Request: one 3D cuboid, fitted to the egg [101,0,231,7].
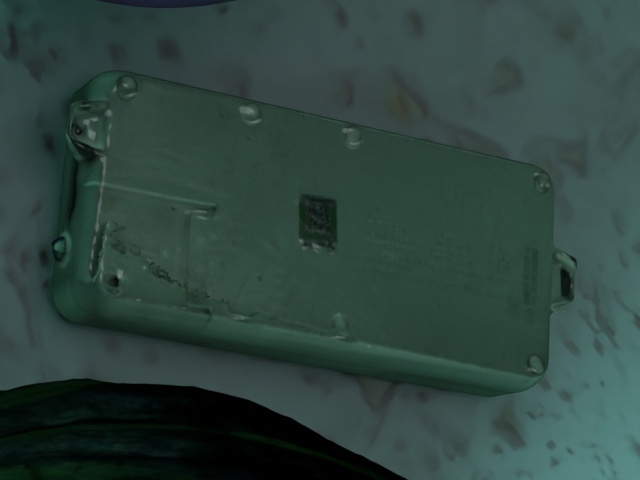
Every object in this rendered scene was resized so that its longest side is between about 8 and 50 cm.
[{"bbox_3d":[-0.022,-0.189,0.557,0.196,0.196,0.271,40,67,-18],"label":"egg"}]

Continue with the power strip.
[{"bbox_3d":[0.000,0.000,0.622,0.192,0.035,0.081,11,74,-29],"label":"power strip"}]

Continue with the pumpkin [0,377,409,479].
[{"bbox_3d":[-0.078,0.140,0.387,0.315,0.315,0.239,-14,104,-33],"label":"pumpkin"}]
